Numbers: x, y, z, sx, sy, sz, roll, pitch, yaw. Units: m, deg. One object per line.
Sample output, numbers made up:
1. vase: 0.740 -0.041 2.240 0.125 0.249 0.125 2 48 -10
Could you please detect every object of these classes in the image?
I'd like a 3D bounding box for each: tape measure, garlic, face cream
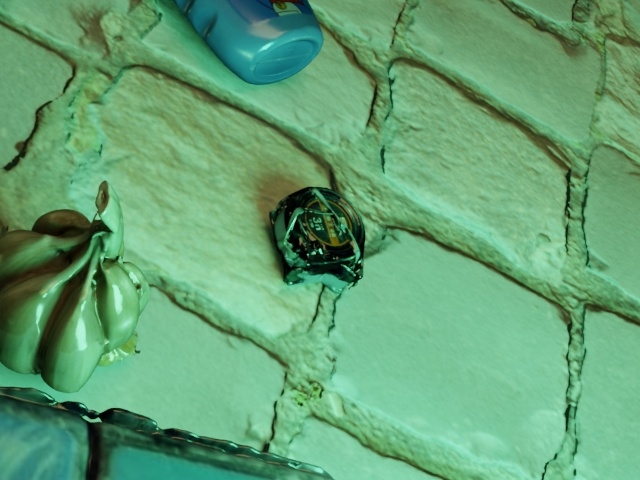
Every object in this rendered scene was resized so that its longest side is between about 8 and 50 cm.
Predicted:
1. tape measure: 0.000 -0.002 1.227 0.091 0.054 0.094 10 55 -30
2. garlic: -0.179 0.032 0.980 0.127 0.194 0.131 -20 72 -33
3. face cream: -0.105 -0.282 1.377 0.149 0.083 0.264 -16 64 -46

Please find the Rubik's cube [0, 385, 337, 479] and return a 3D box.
1. Rubik's cube: -0.178 0.285 0.659 0.316 0.313 0.318 19 44 -21
